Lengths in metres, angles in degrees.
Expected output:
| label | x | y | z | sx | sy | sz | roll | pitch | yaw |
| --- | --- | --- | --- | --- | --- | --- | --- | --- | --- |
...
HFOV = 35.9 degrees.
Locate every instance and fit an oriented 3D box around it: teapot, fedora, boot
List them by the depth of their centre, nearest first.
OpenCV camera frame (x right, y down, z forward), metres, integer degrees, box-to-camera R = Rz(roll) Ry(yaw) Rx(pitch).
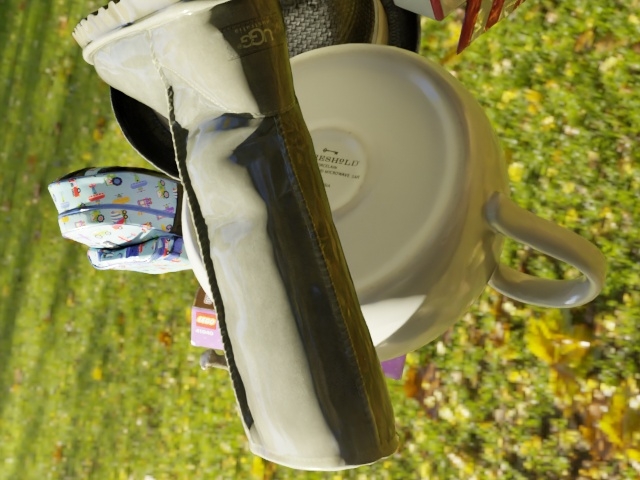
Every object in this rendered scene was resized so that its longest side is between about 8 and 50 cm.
| label | x | y | z | sx | sy | sz | roll | pitch | yaw |
| --- | --- | --- | --- | --- | --- | --- | --- | --- | --- |
| boot | -0.039 | -0.013 | 0.447 | 0.208 | 0.076 | 0.189 | 70 | 164 | -11 |
| teapot | 0.037 | -0.009 | 0.742 | 0.252 | 0.187 | 0.256 | -33 | 56 | 6 |
| fedora | -0.077 | -0.210 | 0.957 | 0.334 | 0.152 | 0.334 | -5 | 71 | 16 |

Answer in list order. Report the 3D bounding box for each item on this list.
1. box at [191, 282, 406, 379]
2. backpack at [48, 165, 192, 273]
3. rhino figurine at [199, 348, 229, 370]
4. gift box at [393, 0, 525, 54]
| label | x | y | z | sx | sy | sz | roll | pitch | yaw |
| --- | --- | --- | --- | --- | --- | --- | --- | --- | --- |
| box | 0.000 | 0.000 | 1.005 | 0.293 | 0.201 | 0.057 | -78 | -3 | -48 |
| backpack | -0.229 | -0.027 | 1.169 | 0.158 | 0.173 | 0.117 | -6 | 80 | 33 |
| rhino figurine | -0.041 | 0.112 | 1.089 | 0.243 | 0.106 | 0.073 | -21 | 54 | 53 |
| gift box | 0.056 | -0.295 | 0.632 | 0.276 | 0.255 | 0.258 | -44 | 45 | -12 |
